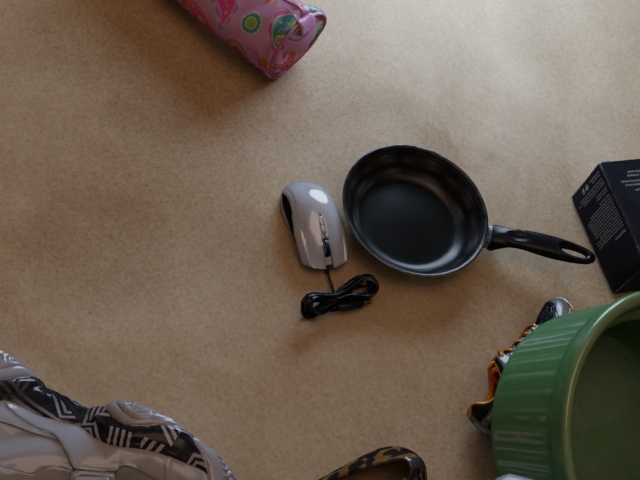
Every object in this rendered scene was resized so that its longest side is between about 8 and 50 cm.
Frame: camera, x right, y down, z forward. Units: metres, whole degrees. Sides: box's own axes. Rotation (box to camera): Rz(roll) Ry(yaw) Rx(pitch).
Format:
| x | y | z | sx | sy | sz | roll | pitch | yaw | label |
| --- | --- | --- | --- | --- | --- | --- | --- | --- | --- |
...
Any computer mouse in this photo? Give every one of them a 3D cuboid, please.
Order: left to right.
| x | y | z | sx | sy | sz | roll | pitch | yaw | label |
| --- | --- | --- | --- | --- | --- | --- | --- | --- | --- |
| 0.000 | 0.000 | 1.236 | 0.106 | 0.042 | 0.193 | -11 | 64 | -20 | computer mouse |

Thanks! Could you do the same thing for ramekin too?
| x | y | z | sx | sy | sz | roll | pitch | yaw | label |
| --- | --- | --- | --- | --- | --- | --- | --- | --- | --- |
| 0.333 | 0.210 | 1.091 | 0.303 | 0.148 | 0.304 | 4 | 81 | -28 | ramekin |

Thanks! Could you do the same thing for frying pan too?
| x | y | z | sx | sy | sz | roll | pitch | yaw | label |
| --- | --- | --- | --- | --- | --- | --- | --- | --- | --- |
| 0.181 | -0.039 | 1.304 | 0.326 | 0.053 | 0.197 | -3 | 62 | -19 | frying pan |

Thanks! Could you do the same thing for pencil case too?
| x | y | z | sx | sy | sz | roll | pitch | yaw | label |
| --- | --- | --- | --- | --- | --- | --- | --- | --- | --- |
| -0.128 | -0.348 | 1.358 | 0.284 | 0.124 | 0.124 | 43 | 59 | 10 | pencil case |

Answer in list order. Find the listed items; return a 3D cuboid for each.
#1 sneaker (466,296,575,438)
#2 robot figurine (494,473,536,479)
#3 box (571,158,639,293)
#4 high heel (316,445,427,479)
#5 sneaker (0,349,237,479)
| x | y | z | sx | sy | sz | roll | pitch | yaw | label |
| --- | --- | --- | --- | --- | --- | --- | --- | --- | --- |
| 0.246 | 0.150 | 1.196 | 0.083 | 0.084 | 0.215 | 26 | 58 | 6 | sneaker |
| 0.201 | 0.372 | 0.928 | 0.353 | 0.300 | 0.199 | 10 | 12 | 29 | robot figurine |
| 0.449 | -0.025 | 1.344 | 0.156 | 0.093 | 0.158 | -6 | 62 | -19 | box |
| -0.020 | 0.282 | 0.981 | 0.261 | 0.186 | 0.093 | -21 | 68 | -25 | high heel |
| -0.272 | 0.249 | 0.966 | 0.365 | 0.137 | 0.210 | 22 | 58 | 4 | sneaker |
